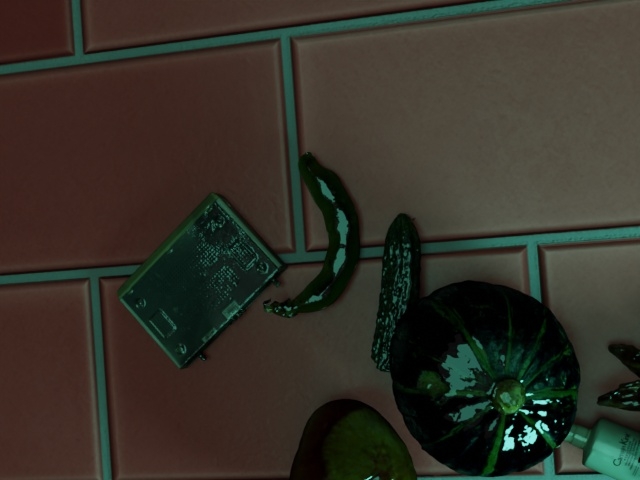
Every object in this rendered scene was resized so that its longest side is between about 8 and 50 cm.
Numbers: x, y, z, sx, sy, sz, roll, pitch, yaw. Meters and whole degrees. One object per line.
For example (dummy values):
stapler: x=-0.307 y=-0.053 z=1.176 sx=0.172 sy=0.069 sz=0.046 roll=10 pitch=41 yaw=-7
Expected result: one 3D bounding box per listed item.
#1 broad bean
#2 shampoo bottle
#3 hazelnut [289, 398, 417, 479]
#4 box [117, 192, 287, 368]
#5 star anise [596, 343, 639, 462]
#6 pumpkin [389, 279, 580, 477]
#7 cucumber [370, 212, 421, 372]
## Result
broad bean: x=0.000 y=0.000 z=1.737 sx=0.144 sy=0.049 sz=0.292 roll=13 pitch=85 yaw=-1
shampoo bottle: x=0.506 y=0.349 z=1.601 sx=0.262 sy=0.085 sz=0.085 roll=21 pitch=95 yaw=14
hazelnut: x=0.046 y=0.389 z=1.666 sx=0.217 sy=0.217 sz=0.251 roll=-11 pitch=77 yaw=14
box: x=-0.212 y=0.077 z=1.800 sx=0.270 sy=0.045 sz=0.211 roll=-44 pitch=79 yaw=10
star anise: x=0.575 y=0.240 z=1.562 sx=0.288 sy=0.088 sz=0.288 roll=-4 pitch=68 yaw=9
pumpkin: x=0.257 y=0.218 z=1.574 sx=0.315 sy=0.238 sz=0.315 roll=0 pitch=88 yaw=-8
cucumber: x=0.133 y=0.087 z=1.699 sx=0.077 sy=0.077 sz=0.265 roll=7 pitch=93 yaw=14
